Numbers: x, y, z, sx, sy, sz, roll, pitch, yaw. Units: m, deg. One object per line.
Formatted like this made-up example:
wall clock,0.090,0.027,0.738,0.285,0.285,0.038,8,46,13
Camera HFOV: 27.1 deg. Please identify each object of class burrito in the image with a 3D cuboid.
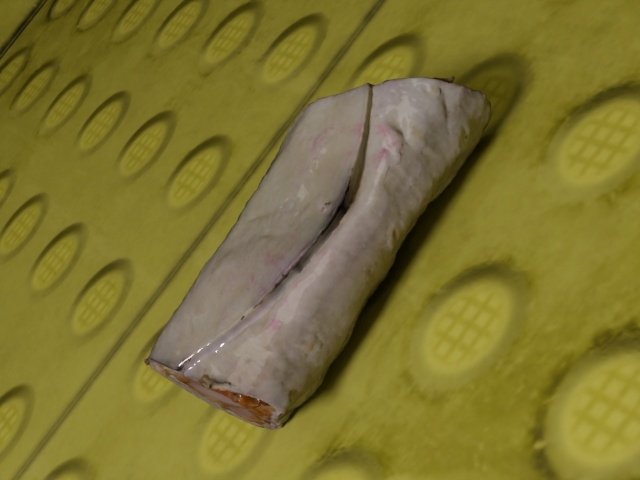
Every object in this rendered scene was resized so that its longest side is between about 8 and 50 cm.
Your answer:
burrito,0.002,0.000,1.003,0.143,0.105,0.299,17,69,48
